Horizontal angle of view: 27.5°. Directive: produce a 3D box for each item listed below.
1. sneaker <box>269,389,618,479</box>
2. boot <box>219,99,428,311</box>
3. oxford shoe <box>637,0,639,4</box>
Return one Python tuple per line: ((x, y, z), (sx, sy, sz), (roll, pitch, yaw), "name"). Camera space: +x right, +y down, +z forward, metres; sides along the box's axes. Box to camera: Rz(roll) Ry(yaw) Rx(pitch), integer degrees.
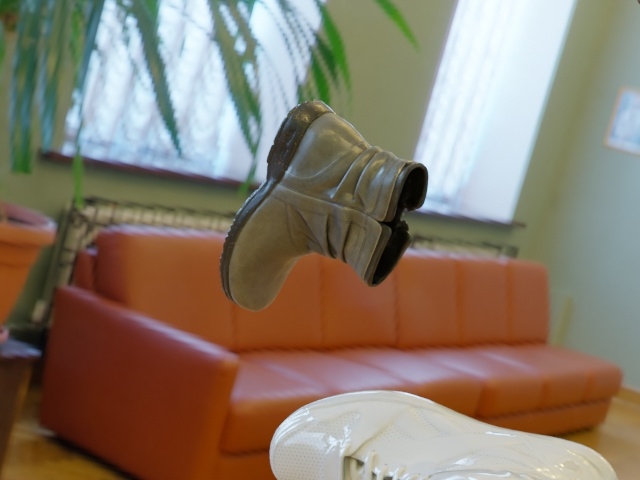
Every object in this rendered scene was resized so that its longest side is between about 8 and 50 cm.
((0.065, 0.190, 1.005), (0.292, 0.108, 0.169), (3, 9, 25), "sneaker")
((0.000, 0.000, 1.274), (0.161, 0.246, 0.083), (40, 31, 30), "boot")
((0.265, -0.140, 0.680), (0.212, 0.076, 0.076), (-1, 1, -17), "oxford shoe")
